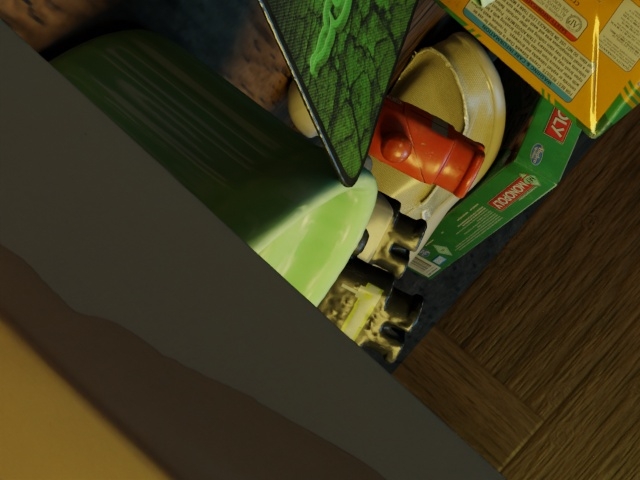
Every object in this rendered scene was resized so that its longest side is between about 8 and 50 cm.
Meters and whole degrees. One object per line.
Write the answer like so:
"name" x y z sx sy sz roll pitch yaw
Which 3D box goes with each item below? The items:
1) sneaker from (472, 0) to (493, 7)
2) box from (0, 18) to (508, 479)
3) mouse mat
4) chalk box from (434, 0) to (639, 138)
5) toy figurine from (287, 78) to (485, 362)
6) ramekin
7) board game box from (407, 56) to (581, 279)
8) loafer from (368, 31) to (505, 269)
"sneaker" 0.157 -0.213 1.256 0.256 0.094 0.151 20 113 -45
"box" -0.101 0.051 0.680 0.121 0.311 0.148 -35 163 -54
"mouse mat" 0.016 -0.140 0.935 0.152 0.007 0.189 64 34 -45
"chalk box" 0.248 -0.237 1.508 0.289 0.180 0.179 -33 162 -54
"toy figurine" 0.000 0.000 1.365 0.213 0.148 0.209 -66 -175 -27
"ramekin" -0.124 0.035 1.009 0.303 0.148 0.303 -47 170 -11
"board game box" 0.172 -0.102 1.742 0.213 0.046 0.317 -64 -172 -21
"loafer" 0.071 -0.062 1.639 0.092 0.102 0.268 -16 146 -36
